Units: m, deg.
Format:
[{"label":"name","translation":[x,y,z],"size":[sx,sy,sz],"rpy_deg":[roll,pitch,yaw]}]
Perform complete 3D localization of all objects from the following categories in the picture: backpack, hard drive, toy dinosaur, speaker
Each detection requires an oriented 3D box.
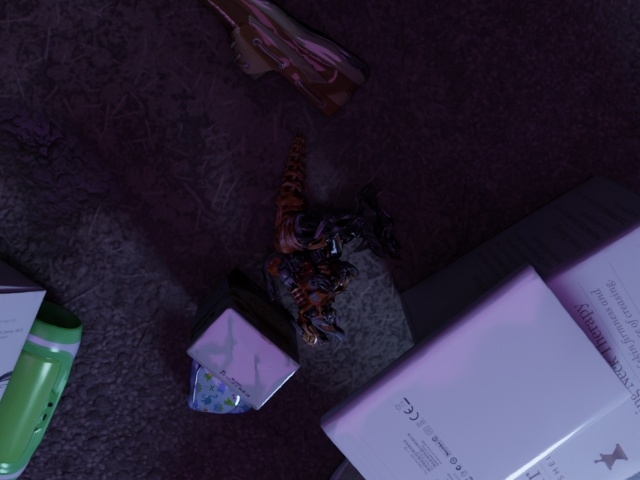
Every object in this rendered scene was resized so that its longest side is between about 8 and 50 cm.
[{"label":"backpack","translation":[-0.160,0.238,1.641],"size":[0.114,0.084,0.105],"rpy_deg":[6,104,-7]},{"label":"hard drive","translation":[0.209,0.224,1.344],"size":[0.353,0.047,0.233],"rpy_deg":[-38,100,8]},{"label":"toy dinosaur","translation":[0.000,0.000,1.571],"size":[0.218,0.164,0.322],"rpy_deg":[-13,107,15]},{"label":"speaker","translation":[-0.493,0.247,1.606],"size":[0.131,0.131,0.296],"rpy_deg":[24,100,-7]}]

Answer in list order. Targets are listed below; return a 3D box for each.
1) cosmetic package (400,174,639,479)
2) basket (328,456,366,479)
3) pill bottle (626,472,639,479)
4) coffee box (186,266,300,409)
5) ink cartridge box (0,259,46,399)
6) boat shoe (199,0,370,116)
[{"label":"cosmetic package","translation":[0.382,0.155,1.526],"size":[0.394,0.327,0.329],"rpy_deg":[-33,102,5]},{"label":"basket","translation":[0.120,0.571,1.634],"size":[0.328,0.266,0.331],"rpy_deg":[33,97,-8]},{"label":"pill bottle","translation":[0.529,0.568,1.678],"size":[0.210,0.210,0.363],"rpy_deg":[-23,102,2]},{"label":"coffee box","translation":[-0.117,0.145,1.539],"size":[0.141,0.246,0.098],"rpy_deg":[42,97,-11]},{"label":"ink cartridge box","translation":[-0.634,0.182,1.512],"size":[0.285,0.166,0.395],"rpy_deg":[29,101,21]},{"label":"boat shoe","translation":[-0.082,-0.302,1.515],"size":[0.324,0.122,0.120],"rpy_deg":[32,102,-8]}]
